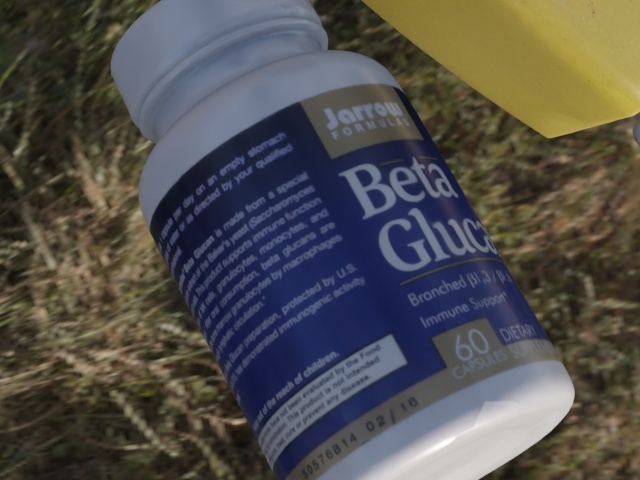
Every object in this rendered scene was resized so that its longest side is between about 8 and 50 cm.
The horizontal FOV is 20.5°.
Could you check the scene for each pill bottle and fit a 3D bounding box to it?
[{"bbox_3d":[0.000,0.000,0.559,0.094,0.094,0.169,-20,70,-27],"label":"pill bottle"}]

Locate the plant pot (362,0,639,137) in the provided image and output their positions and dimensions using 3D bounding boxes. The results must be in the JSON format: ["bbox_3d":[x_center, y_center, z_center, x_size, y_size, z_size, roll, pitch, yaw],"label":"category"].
[{"bbox_3d":[0.116,-0.164,0.786,0.212,0.212,0.187,-38,95,-7],"label":"plant pot"}]

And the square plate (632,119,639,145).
[{"bbox_3d":[0.415,-0.041,0.987,0.347,0.049,0.344,-33,65,-11],"label":"square plate"}]
